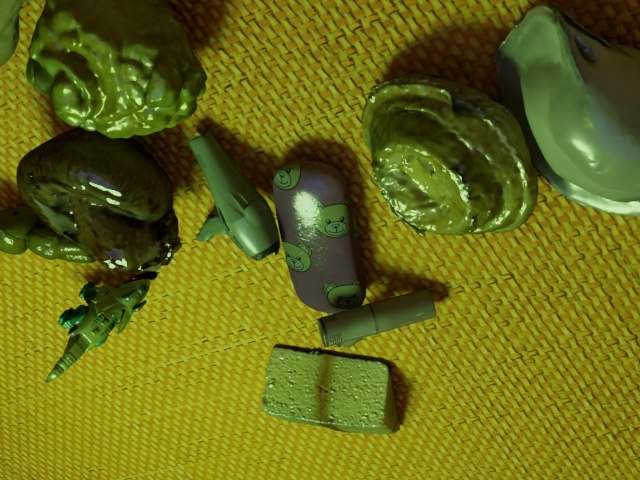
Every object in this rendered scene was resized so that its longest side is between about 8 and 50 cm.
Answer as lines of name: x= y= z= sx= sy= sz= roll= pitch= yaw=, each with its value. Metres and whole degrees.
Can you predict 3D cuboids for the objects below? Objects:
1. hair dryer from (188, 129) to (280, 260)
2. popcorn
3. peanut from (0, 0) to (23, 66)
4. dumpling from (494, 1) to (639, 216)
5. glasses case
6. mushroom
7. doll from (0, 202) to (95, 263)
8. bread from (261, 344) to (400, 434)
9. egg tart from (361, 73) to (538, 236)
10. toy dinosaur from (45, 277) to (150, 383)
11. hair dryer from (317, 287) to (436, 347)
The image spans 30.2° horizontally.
hair dryer: x=-0.169 y=-0.079 z=1.933 sx=0.225 sy=0.088 sz=0.219 roll=13 pitch=127 yaw=51
popcorn: x=-0.293 y=-0.256 z=1.705 sx=0.250 sy=0.235 sz=0.242 roll=44 pitch=160 yaw=5
peanut: x=-0.501 y=-0.375 z=1.707 sx=0.169 sy=0.192 sz=0.387 roll=31 pitch=144 yaw=-3
dumpling: x=0.374 y=-0.143 z=1.578 sx=0.341 sy=0.181 sz=0.260 roll=24 pitch=158 yaw=-16
glasses case: x=0.000 y=0.000 z=1.929 sx=0.123 sy=0.076 sz=0.316 roll=4 pitch=133 yaw=18
mushroom: x=-0.340 y=-0.064 z=1.926 sx=0.283 sy=0.195 sz=0.263 roll=46 pitch=142 yaw=1
doll: x=-0.502 y=-0.011 z=2.140 sx=0.209 sy=0.097 sz=0.137 roll=14 pitch=169 yaw=-12
bread: x=0.029 y=0.288 z=2.229 sx=0.240 sy=0.135 sz=0.178 roll=5 pitch=167 yaw=17
egg tart: x=0.170 y=-0.105 z=1.686 sx=0.290 sy=0.115 sz=0.290 roll=27 pitch=146 yaw=20
toy dinosaur: x=-0.421 y=0.160 z=2.160 sx=0.094 sy=0.259 sz=0.153 roll=51 pitch=157 yaw=-23
hair dryer: x=0.088 y=0.152 z=2.041 sx=0.195 sy=0.054 sz=0.220 roll=-15 pitch=165 yaw=-8
